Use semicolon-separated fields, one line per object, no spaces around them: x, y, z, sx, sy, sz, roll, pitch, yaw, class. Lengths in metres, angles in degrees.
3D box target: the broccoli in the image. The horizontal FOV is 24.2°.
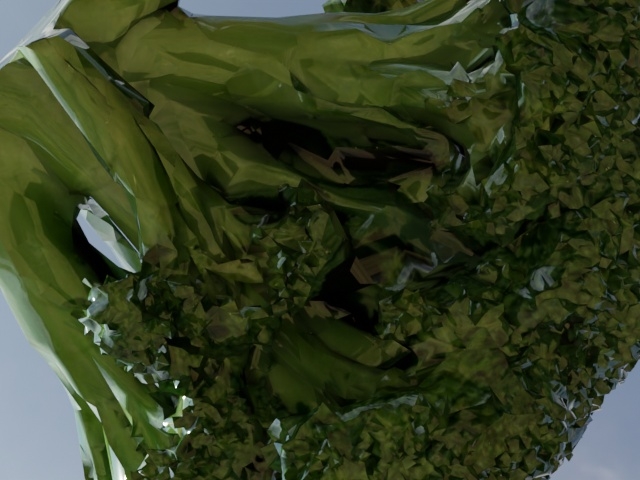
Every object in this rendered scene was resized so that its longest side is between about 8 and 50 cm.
0.000;0.000;0.575;0.275;0.308;0.308;41;-90;-19;broccoli
